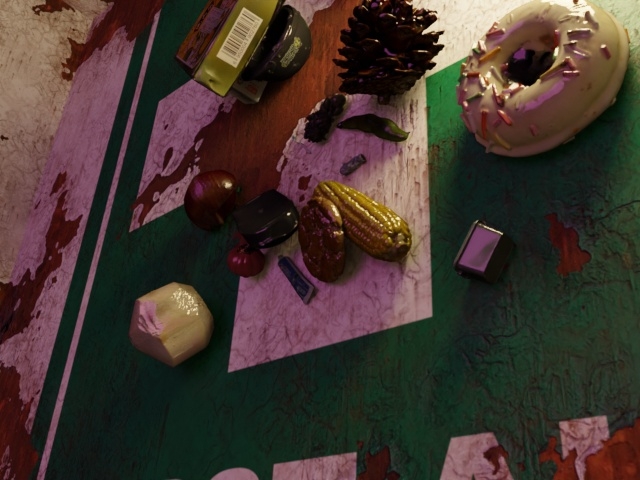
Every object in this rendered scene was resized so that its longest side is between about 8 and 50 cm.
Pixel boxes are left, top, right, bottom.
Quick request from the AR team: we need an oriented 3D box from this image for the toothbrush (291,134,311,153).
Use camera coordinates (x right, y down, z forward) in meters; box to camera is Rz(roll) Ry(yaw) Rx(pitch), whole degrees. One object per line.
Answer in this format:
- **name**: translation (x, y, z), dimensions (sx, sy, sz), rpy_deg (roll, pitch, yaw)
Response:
- **toothbrush**: translation (-0.058, -0.287, 2.065), dimensions (0.131, 0.011, 0.013), rpy_deg (49, 124, 49)

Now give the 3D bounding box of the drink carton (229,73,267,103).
- **drink carton**: translation (-0.222, -0.634, 2.365), dimensions (0.107, 0.131, 0.315), rpy_deg (9, 73, 59)

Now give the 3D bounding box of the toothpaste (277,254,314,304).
- **toothpaste**: translation (-0.069, 0.093, 1.811), dimensions (0.197, 0.035, 0.057), rpy_deg (49, 119, 48)

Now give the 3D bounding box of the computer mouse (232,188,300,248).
- **computer mouse**: translation (-0.147, -0.051, 1.935), dimensions (0.168, 0.087, 0.295), rpy_deg (-32, 26, -5)

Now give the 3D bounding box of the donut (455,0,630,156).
- **donut**: translation (0.456, -0.363, 1.472), dimensions (0.383, 0.142, 0.382), rpy_deg (-27, 47, 33)

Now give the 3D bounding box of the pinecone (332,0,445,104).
- **pinecone**: translation (0.172, -0.504, 1.781), dimensions (0.298, 0.242, 0.295), rpy_deg (6, 72, 54)

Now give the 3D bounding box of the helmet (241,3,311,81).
- **helmet**: translation (-0.127, -0.610, 2.231), dimensions (0.278, 0.160, 0.230), rpy_deg (-61, 36, 8)

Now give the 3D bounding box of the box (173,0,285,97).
- **box**: translation (-0.312, -0.694, 2.283), dimensions (0.373, 0.138, 0.420), rpy_deg (-57, 29, 9)

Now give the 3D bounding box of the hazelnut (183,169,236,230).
- **hazelnut**: translation (-0.348, -0.130, 2.172), dimensions (0.201, 0.161, 0.170), rpy_deg (109, 176, -52)

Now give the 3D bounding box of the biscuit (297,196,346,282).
- **biscuit**: translation (0.000, 0.000, 1.704), dimensions (0.226, 0.042, 0.225), rpy_deg (28, 122, 58)

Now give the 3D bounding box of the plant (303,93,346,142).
- **plant**: translation (0.013, -0.358, 1.989), dimensions (0.174, 0.087, 0.085), rpy_deg (-52, 14, 0)

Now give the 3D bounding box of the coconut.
- **coconut**: translation (-0.425, 0.238, 1.928), dimensions (0.241, 0.241, 0.241), rpy_deg (-26, 49, 34)

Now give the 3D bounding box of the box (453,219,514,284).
- **box**: translation (0.334, 0.027, 1.395), dimensions (0.069, 0.084, 0.122), rpy_deg (23, 84, 43)

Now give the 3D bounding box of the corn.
- **corn**: translation (0.096, -0.055, 1.665), dimensions (0.120, 0.120, 0.363), rpy_deg (-54, 41, 5)

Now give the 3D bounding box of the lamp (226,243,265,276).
- **lamp**: translation (-0.209, 0.057, 1.926), dimensions (0.107, 0.108, 0.092), rpy_deg (45, 139, 50)

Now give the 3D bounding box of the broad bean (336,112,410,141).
- **broad bean**: translation (0.138, -0.311, 1.849), dimensions (0.297, 0.043, 0.060), rpy_deg (25, 96, 52)

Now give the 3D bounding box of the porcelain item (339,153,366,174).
- **porcelain item**: translation (0.084, -0.202, 1.848), dimensions (0.083, 0.028, 0.036), rpy_deg (-31, 30, 31)
